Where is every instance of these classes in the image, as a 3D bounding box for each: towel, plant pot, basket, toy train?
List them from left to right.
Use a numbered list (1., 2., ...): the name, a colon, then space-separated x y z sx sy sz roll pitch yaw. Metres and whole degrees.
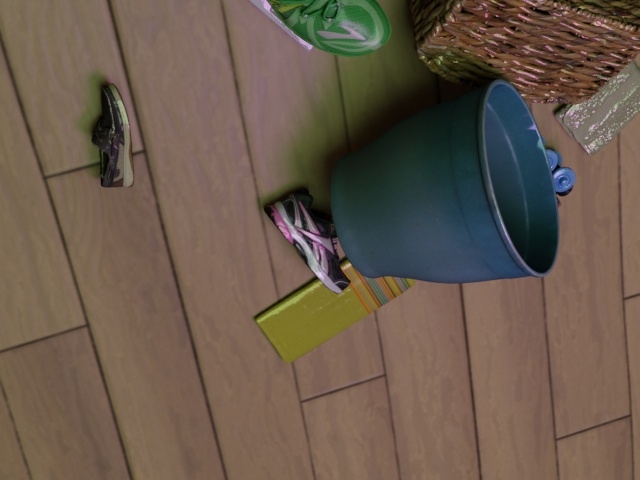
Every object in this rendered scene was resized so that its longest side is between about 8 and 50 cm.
1. towel: 0.023 0.089 2.015 0.237 0.021 0.102 -33 118 0
2. plant pot: 0.162 -0.061 1.826 0.255 0.271 0.271 -12 128 27
3. basket: 0.271 -0.338 1.827 0.299 0.223 0.213 11 145 -25
4. toy train: 0.300 -0.109 1.972 0.105 0.080 0.184 -43 123 13
5. towel: 0.433 -0.206 1.995 0.148 0.027 0.110 -46 123 8

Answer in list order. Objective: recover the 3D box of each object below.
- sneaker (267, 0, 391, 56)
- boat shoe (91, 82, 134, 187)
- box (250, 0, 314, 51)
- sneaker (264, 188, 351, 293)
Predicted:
1. sneaker: -0.024 -0.320 1.666 0.295 0.123 0.109 35 101 -30
2. boat shoe: -0.279 -0.134 1.760 0.049 0.056 0.152 -15 121 -18
3. box: -0.006 -0.364 1.745 0.145 0.038 0.186 37 99 -31
4. sneaker: 0.000 0.000 1.923 0.077 0.072 0.178 -38 121 -1
